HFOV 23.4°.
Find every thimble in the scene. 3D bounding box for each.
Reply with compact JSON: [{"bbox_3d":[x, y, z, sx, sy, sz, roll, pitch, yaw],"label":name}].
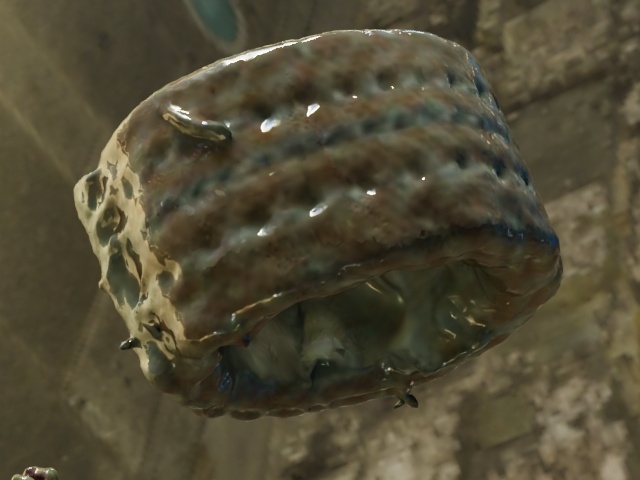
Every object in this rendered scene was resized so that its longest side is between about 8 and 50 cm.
[{"bbox_3d":[0.006,-0.003,0.807,0.229,0.196,0.148,1,55,-42],"label":"thimble"}]

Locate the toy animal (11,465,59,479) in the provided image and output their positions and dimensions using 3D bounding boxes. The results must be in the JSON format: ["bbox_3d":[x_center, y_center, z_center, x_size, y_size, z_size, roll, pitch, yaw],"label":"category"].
[{"bbox_3d":[-0.177,0.225,0.808,0.099,0.057,0.241,56,37,-56],"label":"toy animal"}]
